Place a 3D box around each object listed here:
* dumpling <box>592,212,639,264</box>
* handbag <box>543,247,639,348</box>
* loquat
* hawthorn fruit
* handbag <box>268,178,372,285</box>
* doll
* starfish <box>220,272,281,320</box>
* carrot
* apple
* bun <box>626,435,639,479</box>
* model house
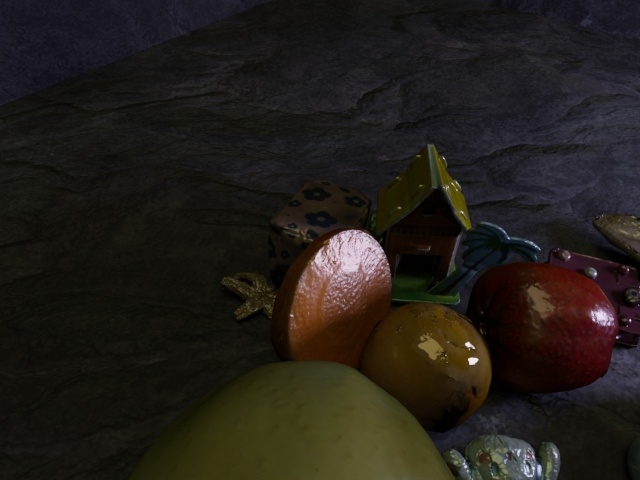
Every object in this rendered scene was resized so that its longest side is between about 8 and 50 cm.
[{"bbox_3d":[0.802,0.047,1.167,0.166,0.086,0.332,-12,46,-10],"label":"dumpling"},{"bbox_3d":[0.606,0.119,1.106,0.216,0.074,0.203,14,47,14],"label":"handbag"},{"bbox_3d":[0.188,0.224,0.895,0.235,0.235,0.235,0,45,0],"label":"loquat"},{"bbox_3d":[0.446,0.169,0.961,0.300,0.254,0.254,7,43,-15],"label":"hawthorn fruit"},{"bbox_3d":[0.000,0.000,1.133,0.190,0.193,0.251,20,37,13],"label":"handbag"},{"bbox_3d":[0.311,0.384,0.845,0.214,0.071,0.103,3,56,-8],"label":"doll"},{"bbox_3d":[-0.133,0.129,1.120,0.150,0.053,0.210,-35,55,-24],"label":"starfish"},{"bbox_3d":[0.026,0.121,0.961,0.100,0.258,0.307,10,77,49],"label":"carrot"},{"bbox_3d":[-0.028,0.378,0.604,0.474,0.473,0.473,0,45,0],"label":"apple"},{"bbox_3d":[0.596,0.386,0.829,0.141,0.083,0.140,2,45,-2],"label":"bun"},{"bbox_3d":[0.288,-0.061,1.114,0.340,0.323,0.300,3,46,4],"label":"model house"}]
